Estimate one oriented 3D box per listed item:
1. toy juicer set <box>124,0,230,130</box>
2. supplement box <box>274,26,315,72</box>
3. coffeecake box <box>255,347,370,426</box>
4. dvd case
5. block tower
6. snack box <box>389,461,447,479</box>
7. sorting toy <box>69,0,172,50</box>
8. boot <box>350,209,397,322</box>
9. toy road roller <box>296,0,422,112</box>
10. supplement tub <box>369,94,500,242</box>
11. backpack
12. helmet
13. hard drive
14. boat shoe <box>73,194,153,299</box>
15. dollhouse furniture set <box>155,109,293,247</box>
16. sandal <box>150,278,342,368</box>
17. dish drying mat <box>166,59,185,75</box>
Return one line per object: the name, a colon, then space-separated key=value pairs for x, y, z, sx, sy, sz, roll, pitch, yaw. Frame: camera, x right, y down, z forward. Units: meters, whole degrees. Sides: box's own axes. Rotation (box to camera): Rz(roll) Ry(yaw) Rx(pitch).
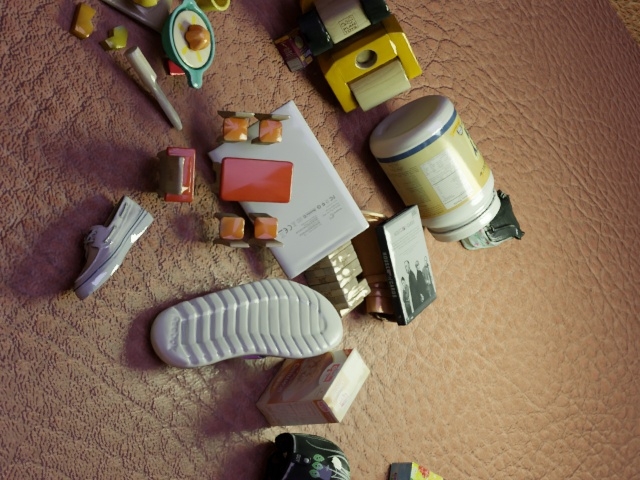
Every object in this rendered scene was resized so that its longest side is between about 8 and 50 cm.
toy juicer set: x=-0.274 y=-0.404 z=1.698 sx=0.209 sy=0.090 sz=0.329 roll=37 pitch=58 yaw=-51
supplement box: x=-0.058 y=-0.434 z=2.018 sx=0.083 sy=0.043 sz=0.055 roll=59 pitch=43 yaw=-20
coffeecake box: x=-0.015 y=0.293 z=1.762 sx=0.068 sy=0.185 sz=0.142 roll=57 pitch=44 yaw=-21
dvd case: x=0.201 y=0.054 z=2.052 sx=0.179 sy=0.030 sz=0.238 roll=-31 pitch=110 yaw=-54
block tower: x=0.000 y=0.000 z=1.931 sx=0.097 sy=0.091 sz=0.335 roll=-35 pitch=106 yaw=-47
snack box: x=0.236 y=0.625 z=2.040 sx=0.207 sy=0.070 sz=0.174 roll=35 pitch=55 yaw=-36
sorting toy: x=-0.369 y=-0.492 z=1.688 sx=0.229 sy=0.041 sz=0.307 roll=27 pitch=60 yaw=-41
boot: x=0.113 y=0.060 z=2.047 sx=0.283 sy=0.109 sz=0.220 roll=29 pitch=63 yaw=-48
toy road roller: x=0.074 y=-0.487 z=2.059 sx=0.329 sy=0.203 sz=0.240 roll=55 pitch=12 yaw=-44
supplement tub: x=0.287 y=-0.175 z=2.193 sx=0.316 sy=0.228 sz=0.228 roll=55 pitch=45 yaw=-23
backpack: x=0.462 y=-0.041 z=2.440 sx=0.182 sy=0.115 sz=0.152 roll=-24 pitch=87 yaw=-47
helmet: x=-0.021 y=0.461 z=1.743 sx=0.162 sy=0.169 sz=0.169 roll=28 pitch=58 yaw=-21
hard drive: x=-0.063 y=-0.103 z=1.821 sx=0.203 sy=0.040 sz=0.307 roll=-34 pitch=101 yaw=-8
boat shoe: x=-0.375 y=0.009 z=1.533 sx=0.076 sy=0.083 sz=0.226 roll=45 pitch=37 yaw=-15
dollhouse furniture set: x=-0.169 y=-0.116 z=1.675 sx=0.259 sy=0.135 sz=0.262 roll=0 pitch=96 yaw=-29
sandal: x=-0.146 y=0.167 z=1.727 sx=0.416 sy=0.102 sz=0.169 roll=0 pitch=64 yaw=-35
dish drying mat: x=-0.274 y=-0.348 z=1.781 sx=0.083 sy=0.008 sz=0.032 roll=-17 pitch=94 yaw=-50
